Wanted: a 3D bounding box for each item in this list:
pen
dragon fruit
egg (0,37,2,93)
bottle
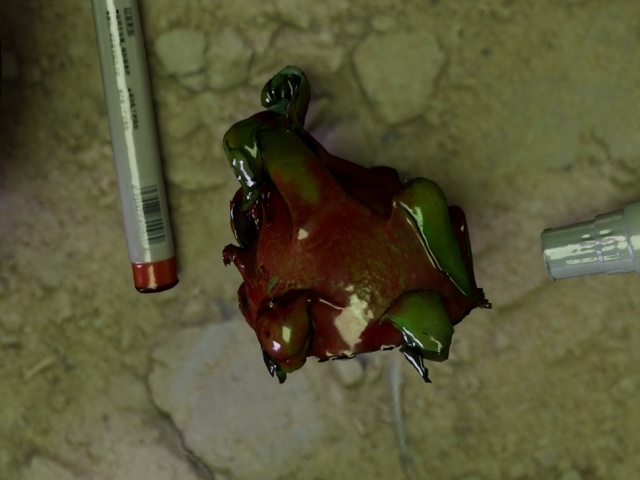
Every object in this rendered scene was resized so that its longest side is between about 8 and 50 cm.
[{"bbox_3d":[-0.103,-0.090,0.869,0.028,0.028,0.239,-4,102,15],"label":"pen"},{"bbox_3d":[0.000,0.000,0.810,0.142,0.138,0.175,-34,81,41],"label":"dragon fruit"},{"bbox_3d":[-0.272,-0.074,0.809,0.238,0.238,0.290,-2,123,14],"label":"egg"},{"bbox_3d":[0.214,-0.012,0.794,0.217,0.060,0.060,-13,100,16],"label":"bottle"}]
